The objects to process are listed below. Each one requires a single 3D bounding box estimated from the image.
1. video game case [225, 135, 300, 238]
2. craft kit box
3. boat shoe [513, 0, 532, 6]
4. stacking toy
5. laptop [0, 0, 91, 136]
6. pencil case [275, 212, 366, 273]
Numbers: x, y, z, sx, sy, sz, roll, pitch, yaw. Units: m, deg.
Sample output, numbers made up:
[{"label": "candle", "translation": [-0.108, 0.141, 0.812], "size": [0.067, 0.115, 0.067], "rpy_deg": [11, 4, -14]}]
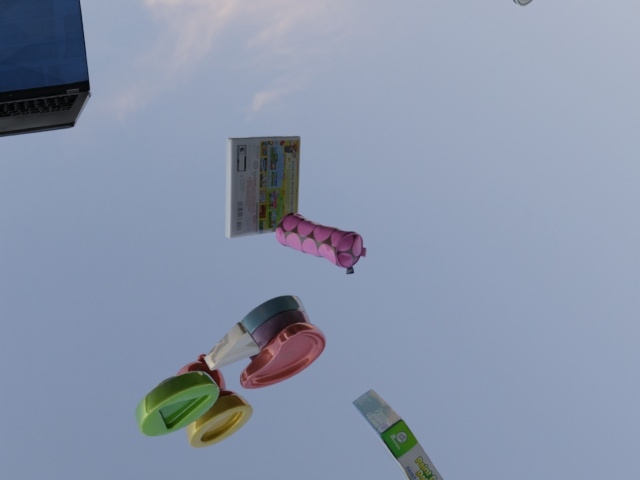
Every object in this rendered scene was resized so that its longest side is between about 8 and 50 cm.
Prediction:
[{"label": "video game case", "translation": [-0.132, -0.127, 1.777], "size": [0.206, 0.227, 0.026], "rpy_deg": [-9, -164, -42]}, {"label": "craft kit box", "translation": [0.167, 0.411, 1.417], "size": [0.060, 0.250, 0.247], "rpy_deg": [-31, -84, -7]}, {"label": "boat shoe", "translation": [0.300, -0.393, 1.088], "size": [0.046, 0.125, 0.038], "rpy_deg": [18, -172, -41]}, {"label": "stacking toy", "translation": [-0.165, 0.189, 1.234], "size": [0.309, 0.279, 0.130], "rpy_deg": [-42, -119, 12]}, {"label": "laptop", "translation": [-0.746, -0.402, 1.751], "size": [0.381, 0.237, 0.408], "rpy_deg": [-9, -153, -4]}, {"label": "pencil case", "translation": [0.000, 0.000, 1.692], "size": [0.098, 0.095, 0.209], "rpy_deg": [-3, -162, -44]}]
